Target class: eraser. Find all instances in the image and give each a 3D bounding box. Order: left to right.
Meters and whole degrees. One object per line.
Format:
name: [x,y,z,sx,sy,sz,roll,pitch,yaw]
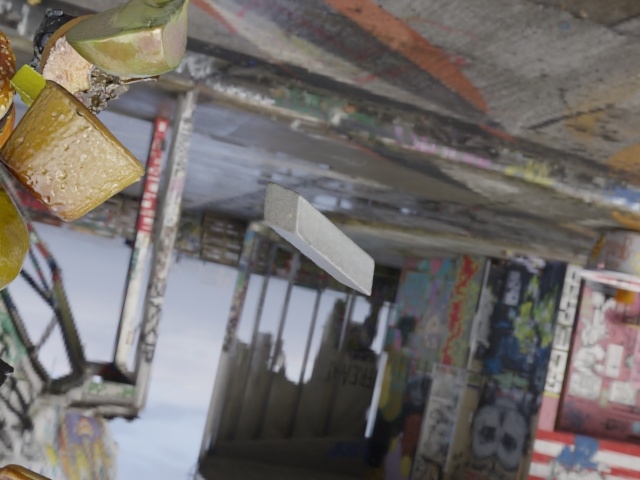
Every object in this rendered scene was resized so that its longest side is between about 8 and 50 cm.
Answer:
eraser: [-0.485,-0.248,1.546,0.097,0.045,0.122,38,169,-6]
eraser: [0.000,-0.001,1.882,0.111,0.077,0.352,22,167,43]

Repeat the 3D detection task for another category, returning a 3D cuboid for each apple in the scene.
apple: [-0.323,-0.341,1.498,0.193,0.120,0.265,-7,-152,6]

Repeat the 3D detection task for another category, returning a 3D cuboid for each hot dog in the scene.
hot dog: [-0.586,0.537,1.863,0.236,0.092,0.062,28,-159,0]

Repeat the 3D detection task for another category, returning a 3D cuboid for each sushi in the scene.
sushi: [-0.590,-0.406,2.114,0.225,0.218,0.239,28,142,-32]

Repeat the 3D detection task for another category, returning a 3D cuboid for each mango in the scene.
mango: [-0.511,-0.013,1.237,0.142,0.195,0.331,-15,178,2]

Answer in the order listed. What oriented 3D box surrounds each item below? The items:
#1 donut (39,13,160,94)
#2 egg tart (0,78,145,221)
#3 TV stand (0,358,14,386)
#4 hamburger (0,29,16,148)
donut: [-0.448,-0.386,1.771,0.259,0.152,0.101,-15,-143,-28]
egg tart: [-0.382,-0.126,1.324,0.202,0.147,0.202,42,171,9]
TV stand: [-0.590,0.145,1.292,0.269,0.088,0.083,42,143,-17]
hamburger: [-0.714,-0.278,1.591,0.330,0.329,0.250,13,157,-16]
